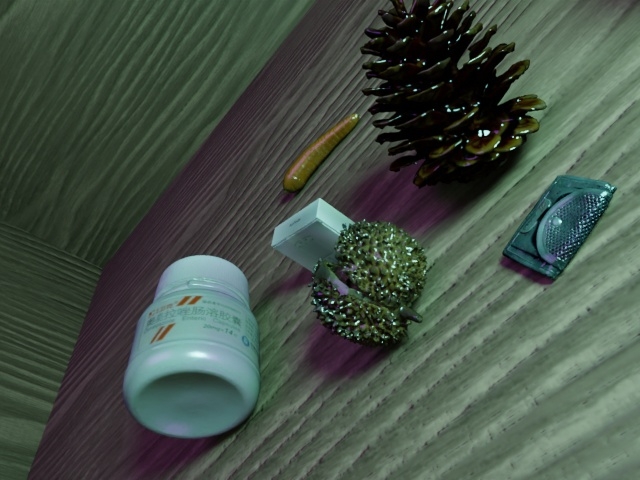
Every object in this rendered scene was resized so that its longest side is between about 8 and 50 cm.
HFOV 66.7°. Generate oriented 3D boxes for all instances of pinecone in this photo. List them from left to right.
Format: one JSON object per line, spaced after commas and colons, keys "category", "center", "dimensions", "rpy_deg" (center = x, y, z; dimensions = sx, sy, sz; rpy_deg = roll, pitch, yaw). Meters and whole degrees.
{"category": "pinecone", "center": [0.174, -0.221, 0.713], "dimensions": [0.246, 0.292, 0.246], "rpy_deg": [-30, 17, 10]}

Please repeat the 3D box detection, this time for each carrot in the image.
{"category": "carrot", "center": [-0.006, -0.224, 1.229], "dimensions": [0.271, 0.062, 0.066], "rpy_deg": [-47, -4, 9]}

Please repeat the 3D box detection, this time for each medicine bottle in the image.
{"category": "medicine bottle", "center": [-0.239, 0.197, 0.956], "dimensions": [0.241, 0.241, 0.302], "rpy_deg": [-44, 30, 22]}

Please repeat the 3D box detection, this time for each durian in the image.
{"category": "durian", "center": [0.082, 0.066, 0.713], "dimensions": [0.196, 0.166, 0.196], "rpy_deg": [-8, 79, 52]}

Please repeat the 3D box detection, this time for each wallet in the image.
{"category": "wallet", "center": [0.286, -0.021, 0.591], "dimensions": [0.129, 0.026, 0.088], "rpy_deg": [-55, 28, 3]}

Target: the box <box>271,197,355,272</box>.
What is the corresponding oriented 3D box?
{"category": "box", "center": [0.000, 0.000, 0.905], "dimensions": [0.130, 0.129, 0.051], "rpy_deg": [-31, 37, 39]}
